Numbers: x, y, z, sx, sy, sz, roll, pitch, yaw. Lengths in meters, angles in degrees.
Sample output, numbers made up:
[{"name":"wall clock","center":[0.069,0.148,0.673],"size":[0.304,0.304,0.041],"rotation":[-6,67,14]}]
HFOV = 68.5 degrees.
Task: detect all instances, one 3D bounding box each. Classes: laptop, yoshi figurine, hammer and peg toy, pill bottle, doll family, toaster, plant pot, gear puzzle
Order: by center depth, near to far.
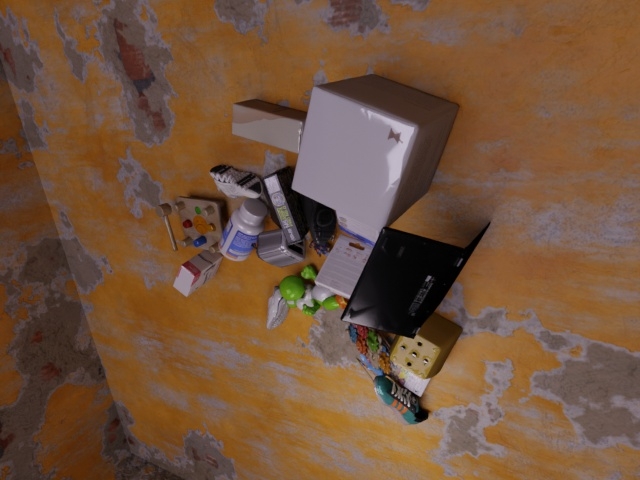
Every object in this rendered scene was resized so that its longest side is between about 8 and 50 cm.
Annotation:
[{"name":"laptop","center":[0.313,0.100,1.529],"size":[0.407,0.237,0.382],"rotation":[15,124,-9]},{"name":"plant pot","center":[0.370,0.386,1.739],"size":[0.212,0.187,0.212],"rotation":[29,110,19]},{"name":"gear puzzle","center":[0.186,0.418,1.874],"size":[0.339,0.044,0.176],"rotation":[-133,40,-54]},{"name":"doll family","center":[0.000,0.000,1.900],"size":[0.111,0.076,0.193],"rotation":[19,124,19]},{"name":"toaster","center":[-0.161,0.025,1.934],"size":[0.146,0.227,0.129],"rotation":[-13,64,29]},{"name":"yoshi figurine","center":[-0.035,0.207,1.951],"size":[0.361,0.203,0.203],"rotation":[-15,96,38]},{"name":"pill bottle","center":[-0.330,-0.049,2.038],"size":[0.152,0.152,0.272],"rotation":[42,127,9]},{"name":"hammer and peg toy","center":[-0.594,-0.076,2.212],"size":[0.360,0.127,0.266],"rotation":[9,118,30]}]

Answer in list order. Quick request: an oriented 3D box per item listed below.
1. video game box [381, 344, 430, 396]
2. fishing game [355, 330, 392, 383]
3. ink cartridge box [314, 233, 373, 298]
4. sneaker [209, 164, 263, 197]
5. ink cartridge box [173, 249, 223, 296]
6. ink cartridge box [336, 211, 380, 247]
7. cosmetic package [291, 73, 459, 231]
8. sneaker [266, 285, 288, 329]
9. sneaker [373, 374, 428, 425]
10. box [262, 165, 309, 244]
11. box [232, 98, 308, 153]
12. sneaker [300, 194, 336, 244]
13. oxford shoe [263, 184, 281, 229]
[{"name":"video game box","center":[0.366,0.511,1.917],"size":[0.186,0.048,0.205],"rotation":[28,123,17]},{"name":"fishing game","center":[0.221,0.486,1.966],"size":[0.189,0.041,0.264],"rotation":[52,142,21]},{"name":"ink cartridge box","center":[0.107,0.105,1.828],"size":[0.180,0.225,0.056],"rotation":[21,159,23]},{"name":"sneaker","center":[-0.350,-0.231,2.000],"size":[0.292,0.110,0.119],"rotation":[26,135,35]},{"name":"ink cartridge box","center":[-0.582,0.145,2.249],"size":[0.092,0.218,0.159],"rotation":[37,127,7]},{"name":"ink cartridge box","center":[0.145,-0.091,1.704],"size":[0.185,0.065,0.311],"rotation":[28,158,20]},{"name":"cosmetic package","center":[0.174,-0.289,1.448],"size":[0.327,0.393,0.330],"rotation":[28,123,19]},{"name":"sneaker","center":[-0.207,0.316,2.184],"size":[0.094,0.090,0.235],"rotation":[42,125,26]},{"name":"sneaker","center":[0.337,0.652,1.943],"size":[0.120,0.108,0.302],"rotation":[-24,120,33]},{"name":"box","center":[-0.122,-0.140,1.819],"size":[0.060,0.216,0.270],"rotation":[-17,103,14]},{"name":"box","center":[-0.166,-0.432,1.760],"size":[0.310,0.148,0.121],"rotation":[20,120,22]},{"name":"sneaker","center":[-0.018,-0.114,1.802],"size":[0.130,0.108,0.287],"rotation":[-31,58,52]},{"name":"oxford shoe","center":[-0.185,-0.126,1.954],"size":[0.096,0.082,0.227],"rotation":[-22,98,41]}]
